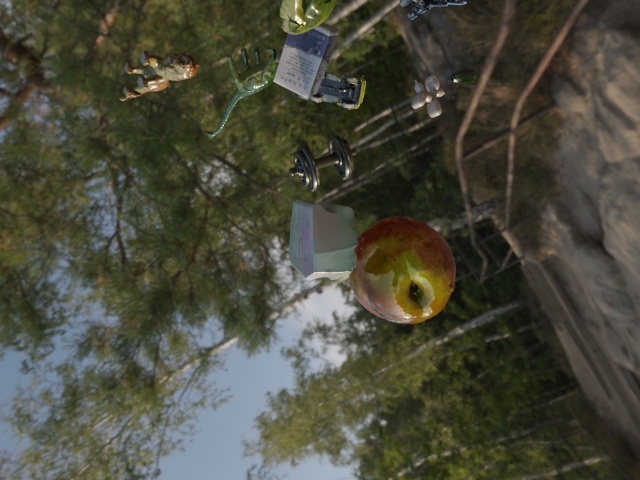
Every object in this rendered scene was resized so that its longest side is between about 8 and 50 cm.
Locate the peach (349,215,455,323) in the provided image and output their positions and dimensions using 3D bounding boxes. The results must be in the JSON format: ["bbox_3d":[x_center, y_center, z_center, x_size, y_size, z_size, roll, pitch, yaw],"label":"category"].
[{"bbox_3d":[0.268,0.091,1.707,0.370,0.370,0.370,49,-159,-26],"label":"peach"}]

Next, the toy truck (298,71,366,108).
[{"bbox_3d":[0.044,-0.605,2.024,0.272,0.124,0.157,16,-152,13],"label":"toy truck"}]

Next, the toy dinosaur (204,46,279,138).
[{"bbox_3d":[-0.220,-0.510,1.796,0.087,0.447,0.300,-84,-12,-56],"label":"toy dinosaur"}]

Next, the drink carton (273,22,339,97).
[{"bbox_3d":[-0.047,-0.586,1.648,0.134,0.222,0.102,27,-150,6],"label":"drink carton"}]

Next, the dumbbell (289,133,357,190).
[{"bbox_3d":[0.013,-0.312,2.063,0.192,0.290,0.192,160,90,-77],"label":"dumbbell"}]

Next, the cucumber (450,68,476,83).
[{"bbox_3d":[0.509,-0.587,1.859,0.048,0.105,0.048,46,144,49],"label":"cucumber"}]

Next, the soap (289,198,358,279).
[{"bbox_3d":[0.000,0.000,1.420,0.347,0.115,0.208,-149,62,-75],"label":"soap"}]

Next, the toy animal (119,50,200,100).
[{"bbox_3d":[-0.467,-0.480,1.503,0.158,0.312,0.097,-11,-83,-36],"label":"toy animal"}]

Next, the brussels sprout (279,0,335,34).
[{"bbox_3d":[-0.019,-0.519,1.123,0.100,0.181,0.139,40,-133,4],"label":"brussels sprout"}]

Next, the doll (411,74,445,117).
[{"bbox_3d":[0.418,-0.560,1.981,0.161,0.059,0.160,14,-107,-32],"label":"doll"}]

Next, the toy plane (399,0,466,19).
[{"bbox_3d":[0.335,-0.720,1.514,0.078,0.169,0.246,19,-161,-34],"label":"toy plane"}]
